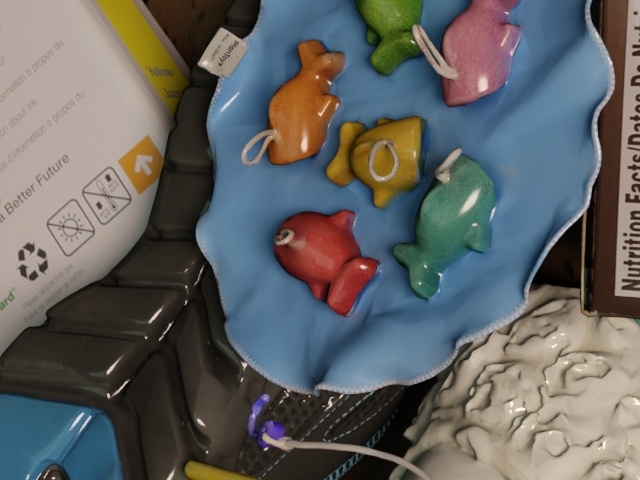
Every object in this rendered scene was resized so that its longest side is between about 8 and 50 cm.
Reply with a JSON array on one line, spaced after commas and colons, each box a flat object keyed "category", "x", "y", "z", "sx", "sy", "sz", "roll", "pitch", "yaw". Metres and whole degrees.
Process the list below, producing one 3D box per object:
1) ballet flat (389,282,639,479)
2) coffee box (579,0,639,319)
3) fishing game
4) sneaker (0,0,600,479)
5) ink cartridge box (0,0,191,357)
[{"category": "ballet flat", "x": 0.064, "y": 0.190, "z": 0.593, "sx": 0.147, "sy": 0.147, "sz": 0.408, "roll": -19, "pitch": 62, "yaw": 27}, {"category": "coffee box", "x": 0.246, "y": -0.027, "z": 0.549, "sx": 0.297, "sy": 0.168, "sz": 0.118, "roll": 4, "pitch": 94, "yaw": 28}, {"category": "fishing game", "x": 0.013, "y": -0.041, "z": 0.581, "sx": 0.189, "sy": 0.041, "sz": 0.264, "roll": 14, "pitch": 87, "yaw": 52}, {"category": "sneaker", "x": 0.000, "y": 0.000, "z": 0.712, "sx": 0.341, "sy": 0.140, "sz": 0.125, "roll": -49, "pitch": 60, "yaw": 1}, {"category": "ink cartridge box", "x": -0.219, "y": -0.052, "z": 0.846, "sx": 0.304, "sy": 0.072, "sz": 0.307, "roll": -40, "pitch": 73, "yaw": 24}]
